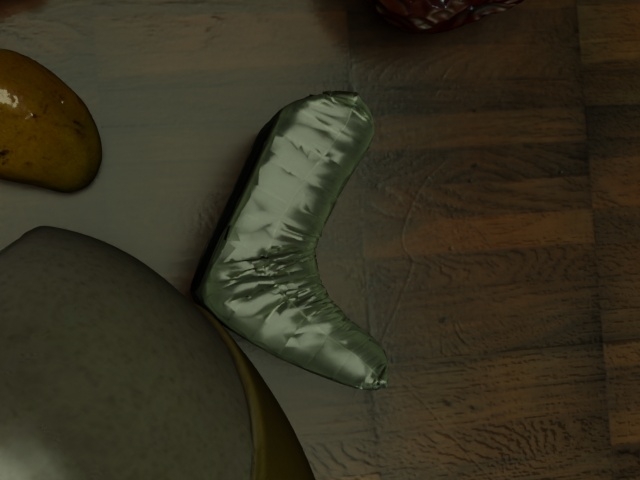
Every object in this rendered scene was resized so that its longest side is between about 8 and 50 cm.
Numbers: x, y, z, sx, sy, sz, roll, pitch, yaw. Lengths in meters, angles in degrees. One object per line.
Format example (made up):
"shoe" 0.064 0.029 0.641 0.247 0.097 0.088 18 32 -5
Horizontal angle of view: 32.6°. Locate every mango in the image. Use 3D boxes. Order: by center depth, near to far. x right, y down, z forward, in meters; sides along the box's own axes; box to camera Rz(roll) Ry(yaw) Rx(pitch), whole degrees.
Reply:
"mango" -0.274 -0.110 0.990 0.165 0.089 0.115 16 105 -15

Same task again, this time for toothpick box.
"toothpick box" -0.194 0.237 0.832 0.409 0.409 0.425 -38 101 -10

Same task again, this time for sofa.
"sofa" 0.000 0.000 0.985 0.176 0.210 0.225 25 82 -8

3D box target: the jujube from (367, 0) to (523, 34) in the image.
"jujube" 0.115 -0.322 1.029 0.213 0.213 0.232 -15 90 -12
